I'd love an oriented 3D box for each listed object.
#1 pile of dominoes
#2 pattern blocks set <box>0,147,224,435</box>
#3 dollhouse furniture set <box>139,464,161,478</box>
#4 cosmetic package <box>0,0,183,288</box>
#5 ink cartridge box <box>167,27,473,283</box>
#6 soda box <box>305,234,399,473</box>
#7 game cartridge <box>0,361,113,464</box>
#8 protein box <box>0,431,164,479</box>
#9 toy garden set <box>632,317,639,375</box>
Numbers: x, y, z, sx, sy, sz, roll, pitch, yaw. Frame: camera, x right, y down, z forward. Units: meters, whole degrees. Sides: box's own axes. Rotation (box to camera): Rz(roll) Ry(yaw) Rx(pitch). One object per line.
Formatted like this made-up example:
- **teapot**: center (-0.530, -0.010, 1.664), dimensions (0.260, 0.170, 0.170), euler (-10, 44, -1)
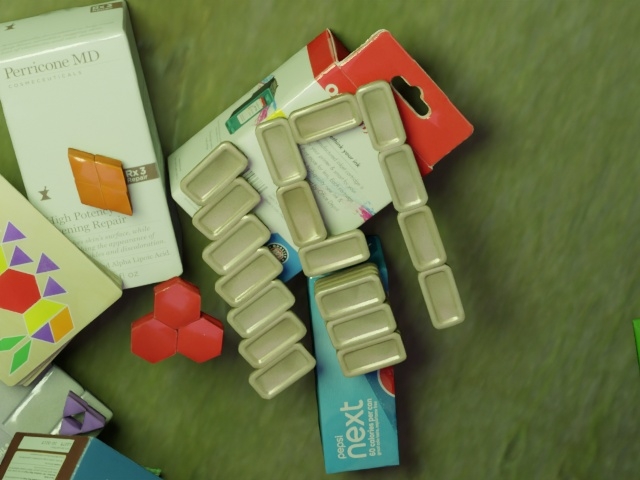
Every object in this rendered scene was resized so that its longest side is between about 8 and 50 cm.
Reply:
- **pile of dominoes**: center (0.000, 0.000, 1.688), dimensions (0.196, 0.040, 0.251), euler (-18, 114, 3)
- **pattern blocks set**: center (-0.267, 0.031, 1.665), dimensions (0.285, 0.026, 0.325), euler (-31, 114, 10)
- **dollhouse furniture set**: center (-0.304, 0.318, 1.884), dimensions (0.197, 0.151, 0.301), euler (23, 84, -24)
- **cosmetic package**: center (-0.193, -0.075, 1.677), dimensions (0.117, 0.085, 0.231), euler (-13, 120, 1)
- **ink cartridge box**: center (-0.001, -0.080, 1.696), dimensions (0.231, 0.078, 0.134), euler (-37, 117, 14)
- **soda box**: center (0.029, 0.104, 1.804), dimensions (0.071, 0.067, 0.210), euler (-6, 119, -2)
- **game cartridge**: center (-0.373, 0.220, 1.739), dimensions (0.230, 0.068, 0.355), euler (42, 82, -17)
- **protein box**: center (-0.193, 0.296, 1.678), dimensions (0.200, 0.136, 0.201), euler (36, 68, -29)
- **toy garden set**: center (0.430, 0.145, 1.877), dimensions (0.244, 0.049, 0.204), euler (-12, 118, 1)
